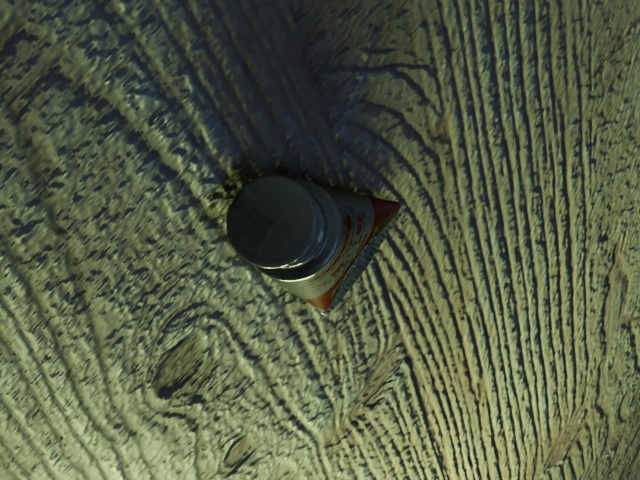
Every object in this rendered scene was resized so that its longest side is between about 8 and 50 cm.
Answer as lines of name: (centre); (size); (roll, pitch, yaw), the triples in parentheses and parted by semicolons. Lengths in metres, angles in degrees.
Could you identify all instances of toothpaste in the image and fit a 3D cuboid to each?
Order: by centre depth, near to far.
toothpaste: (0.000, 0.000, 1.187); (0.089, 0.057, 0.234); (-54, 167, 4)
